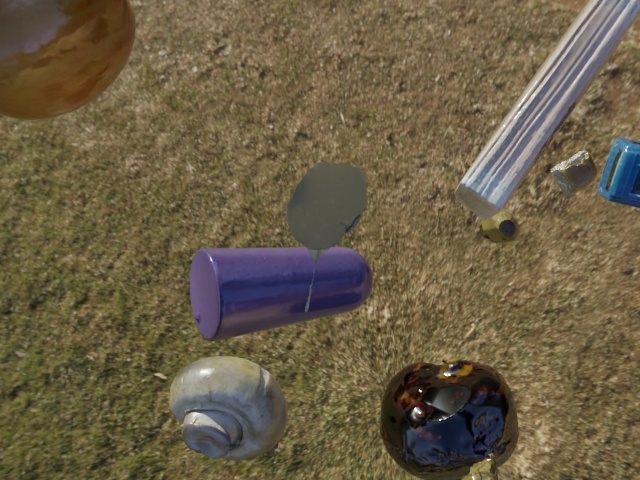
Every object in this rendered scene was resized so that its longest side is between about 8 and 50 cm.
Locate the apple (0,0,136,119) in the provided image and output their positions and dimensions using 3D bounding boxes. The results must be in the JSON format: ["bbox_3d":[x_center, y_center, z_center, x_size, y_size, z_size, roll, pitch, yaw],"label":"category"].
[{"bbox_3d":[-0.378,-0.278,0.755,0.242,0.242,0.241,36,56,15],"label":"apple"}]

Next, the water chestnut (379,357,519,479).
[{"bbox_3d":[0.316,0.462,1.427,0.336,0.335,0.346,-19,107,2],"label":"water chestnut"}]

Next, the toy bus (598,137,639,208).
[{"bbox_3d":[0.603,-0.090,0.962,0.247,0.134,0.113,16,107,15],"label":"toy bus"}]

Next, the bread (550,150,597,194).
[{"bbox_3d":[0.807,-0.216,1.840,0.125,0.082,0.106,-34,90,-9],"label":"bread"}]

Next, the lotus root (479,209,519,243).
[{"bbox_3d":[0.550,-0.042,1.781,0.097,0.258,0.110,-43,89,4],"label":"lotus root"}]

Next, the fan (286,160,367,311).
[{"bbox_3d":[-0.001,0.000,1.106,0.010,0.182,0.309,36,120,48],"label":"fan"}]

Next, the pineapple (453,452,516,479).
[{"bbox_3d":[0.218,0.353,0.613,0.345,0.209,0.286,27,55,-15],"label":"pineapple"}]

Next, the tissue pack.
[{"bbox_3d":[0.305,-0.182,0.805,0.071,0.170,0.325,36,92,10],"label":"tissue pack"}]

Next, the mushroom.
[{"bbox_3d":[-0.182,0.343,1.172,0.255,0.184,0.254,5,113,11],"label":"mushroom"}]

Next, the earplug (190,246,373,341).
[{"bbox_3d":[-0.074,0.110,1.432,0.457,0.215,0.215,-4,71,-29],"label":"earplug"}]
